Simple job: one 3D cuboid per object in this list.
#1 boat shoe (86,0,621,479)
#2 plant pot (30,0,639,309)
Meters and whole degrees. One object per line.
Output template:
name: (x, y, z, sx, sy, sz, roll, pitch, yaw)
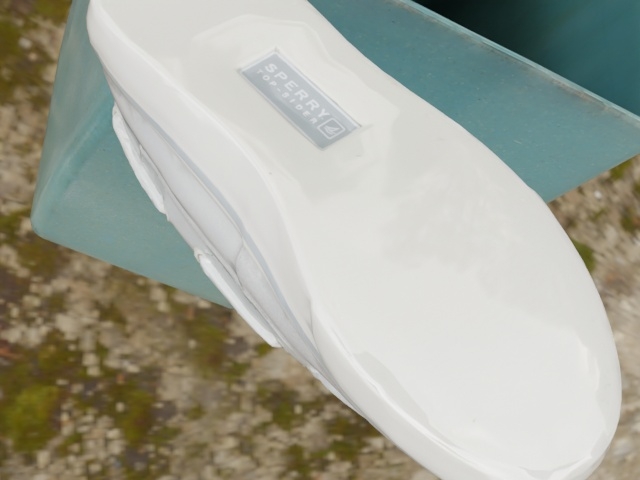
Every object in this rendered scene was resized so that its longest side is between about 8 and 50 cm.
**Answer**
boat shoe: (0.000, 0.000, 0.394, 0.066, 0.063, 0.184, -34, 61, -26)
plant pot: (-0.010, -0.077, 0.619, 0.234, 0.165, 0.166, -39, 38, 45)
